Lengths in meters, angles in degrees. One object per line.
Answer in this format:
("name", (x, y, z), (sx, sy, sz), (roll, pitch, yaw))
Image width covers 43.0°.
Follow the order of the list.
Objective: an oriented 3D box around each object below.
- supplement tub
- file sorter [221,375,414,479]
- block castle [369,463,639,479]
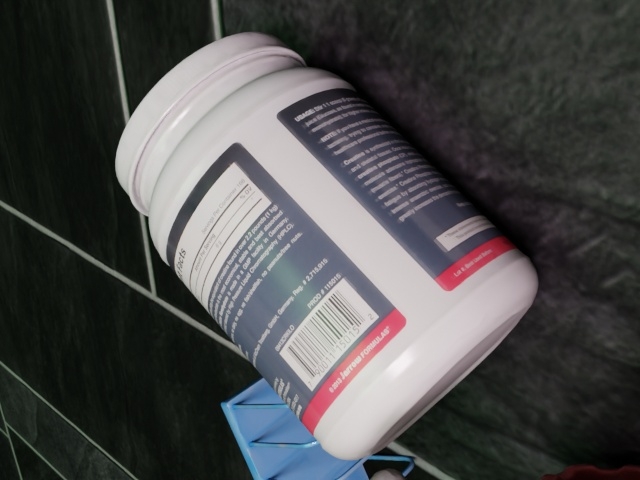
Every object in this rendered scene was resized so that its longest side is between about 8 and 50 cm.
("supplement tub", (0.000, 0.000, 0.587), (0.272, 0.191, 0.191), (47, 140, 17))
("file sorter", (0.011, 0.197, 0.757), (0.105, 0.118, 0.170), (-14, 101, 47))
("block castle", (0.241, 0.196, 0.340), (0.453, 0.303, 0.212), (-7, 86, 49))
